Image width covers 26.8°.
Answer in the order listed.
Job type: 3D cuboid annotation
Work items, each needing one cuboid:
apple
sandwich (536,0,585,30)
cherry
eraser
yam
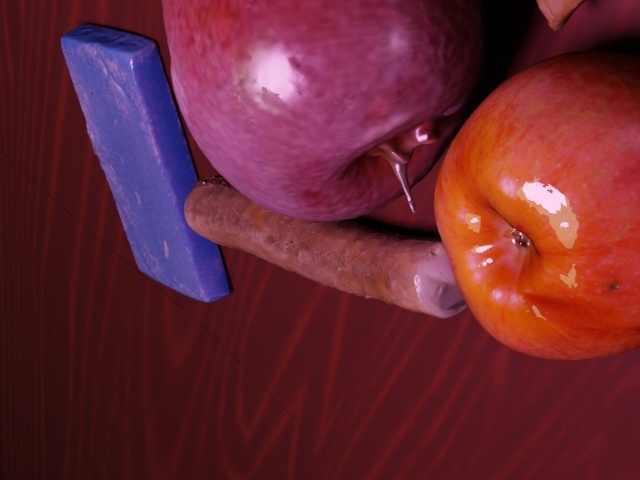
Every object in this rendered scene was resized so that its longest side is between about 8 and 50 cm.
[{"bbox_3d":[0.168,-0.021,0.873,0.209,0.164,0.209,35,142,34],"label":"apple"},{"bbox_3d":[0.119,-0.266,0.809,0.245,0.063,0.212,56,152,5],"label":"sandwich"},{"bbox_3d":[-0.004,-0.152,0.947,0.261,0.221,0.307,100,151,-66],"label":"cherry"},{"bbox_3d":[-0.190,-0.081,1.466,0.144,0.043,0.311,22,135,46],"label":"eraser"},{"bbox_3d":[0.000,0.000,1.233,0.357,0.081,0.081,16,131,48],"label":"yam"}]
